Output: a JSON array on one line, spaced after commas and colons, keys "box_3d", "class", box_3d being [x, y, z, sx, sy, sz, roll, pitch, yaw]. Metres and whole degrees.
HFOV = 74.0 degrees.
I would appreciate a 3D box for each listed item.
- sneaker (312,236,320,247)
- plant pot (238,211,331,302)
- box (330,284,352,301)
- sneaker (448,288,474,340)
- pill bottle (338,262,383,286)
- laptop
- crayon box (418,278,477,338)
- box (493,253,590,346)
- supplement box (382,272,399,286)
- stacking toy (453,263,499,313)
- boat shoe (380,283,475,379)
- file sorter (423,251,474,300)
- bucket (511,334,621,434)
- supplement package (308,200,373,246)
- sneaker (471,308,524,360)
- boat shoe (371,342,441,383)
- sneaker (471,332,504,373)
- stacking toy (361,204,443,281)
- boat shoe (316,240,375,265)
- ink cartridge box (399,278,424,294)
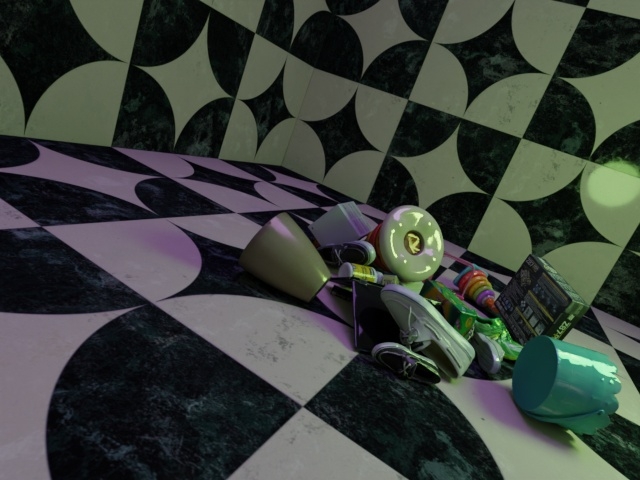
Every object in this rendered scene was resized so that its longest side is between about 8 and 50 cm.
[{"box_3d": [0.000, 0.000, 2.198, 0.067, 0.064, 0.175, 30, 18, -6], "class": "sneaker"}, {"box_3d": [-0.102, 0.083, 1.512, 0.274, 0.256, 0.256, 40, 19, 8], "class": "plant pot"}, {"box_3d": [0.084, 0.208, 1.681, 0.083, 0.018, 0.067, 22, 16, 4], "class": "box"}, {"box_3d": [0.551, 0.321, 1.752, 0.108, 0.118, 0.279, -6, 38, 1], "class": "sneaker"}, {"box_3d": [0.175, 0.157, 1.814, 0.184, 0.103, 0.103, 12, 18, -28], "class": "pill bottle"}, {"box_3d": [0.239, 0.292, 1.558, 0.382, 0.236, 0.408, 18, -11, -17], "class": "laptop"}, {"box_3d": [0.470, 0.285, 1.650, 0.081, 0.165, 0.278, 16, 16, -19], "class": "crayon box"}, {"box_3d": [0.953, 0.286, 1.881, 0.097, 0.318, 0.395, 19, 25, -9], "class": "box"}, {"box_3d": [0.299, 0.193, 1.815, 0.056, 0.083, 0.083, 4, -22, 21], "class": "supplement box"}, {"box_3d": [0.853, 0.282, 2.230, 0.175, 0.165, 0.301, 29, 21, -33], "class": "stacking toy"}, {"box_3d": [0.315, 0.305, 1.354, 0.367, 0.136, 0.156, 44, 56, 0], "class": "boat shoe"}, {"box_3d": [0.656, 0.172, 2.131, 0.202, 0.182, 0.291, 26, 4, 19], "class": "file sorter"}, {"box_3d": [0.739, 0.437, 1.310, 0.183, 0.281, 0.281, 20, 16, 1], "class": "bucket"}, {"box_3d": [0.108, -0.059, 2.158, 0.198, 0.199, 0.263, 56, 22, 5], "class": "supplement package"}, {"box_3d": [0.709, 0.380, 1.714, 0.296, 0.123, 0.109, 30, 18, 28], "class": "sneaker"}, {"box_3d": [0.258, 0.367, 1.263, 0.220, 0.077, 0.070, 20, 14, -10], "class": "boat shoe"}, {"box_3d": [0.631, 0.412, 1.560, 0.091, 0.094, 0.258, 18, 15, 4], "class": "sneaker"}, {"box_3d": [0.327, 0.041, 2.083, 0.351, 0.350, 0.480, 14, -15, -24], "class": "stacking toy"}, {"box_3d": [0.098, 0.072, 1.902, 0.119, 0.121, 0.335, -16, 7, -38], "class": "boat shoe"}, {"box_3d": [0.455, 0.269, 1.939, 0.189, 0.066, 0.232, 4, 44, -47], "class": "ink cartridge box"}]
